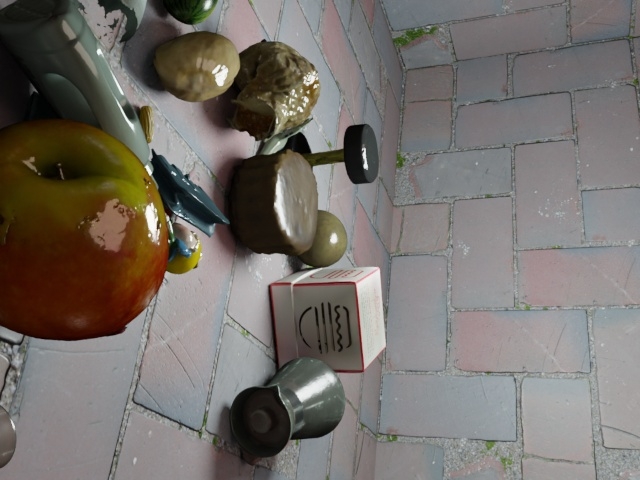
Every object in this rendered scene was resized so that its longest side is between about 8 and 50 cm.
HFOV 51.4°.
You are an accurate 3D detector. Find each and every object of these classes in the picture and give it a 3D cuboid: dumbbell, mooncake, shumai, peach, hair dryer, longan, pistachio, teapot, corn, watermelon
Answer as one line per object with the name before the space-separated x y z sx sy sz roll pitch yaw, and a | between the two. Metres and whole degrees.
dumbbell | 0.024 -0.282 2.273 0.204 0.323 0.203 -3 90 -71
mooncake | -0.140 -0.109 2.004 0.324 0.187 0.323 -5 90 -68
shumai | -0.130 -0.385 1.948 0.314 0.267 0.262 44 44 -54
peach | -0.412 0.000 1.053 0.370 0.370 0.369 -3 90 -70
hair dryer | -0.119 -0.318 2.122 0.067 0.199 0.167 49 60 -22
longan | 0.000 0.000 2.360 0.196 0.197 0.220 65 22 -45
pistachio | -0.303 -0.435 1.651 0.162 0.182 0.293 -61 176 33
teapot | -0.105 0.512 1.973 0.344 0.253 0.300 -1 119 -63
corn | -0.400 -0.266 1.526 0.037 0.037 0.092 20 66 -68
watermelon | -0.322 -0.629 1.656 0.140 0.141 0.187 54 35 -56

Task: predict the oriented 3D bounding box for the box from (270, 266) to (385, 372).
box | 0.035 0.262 2.250 0.312 0.300 0.314 -20 106 -69

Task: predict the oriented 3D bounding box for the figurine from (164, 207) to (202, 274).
figurine | -0.354 -0.015 1.515 0.234 0.127 0.185 2 69 -61

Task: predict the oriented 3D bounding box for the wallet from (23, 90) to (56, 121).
wallet | -0.503 -0.206 1.242 0.129 0.026 0.088 52 27 -55

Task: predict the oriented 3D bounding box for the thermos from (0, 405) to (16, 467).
thermos | -0.552 0.317 0.943 0.137 0.105 0.193 -64 159 12

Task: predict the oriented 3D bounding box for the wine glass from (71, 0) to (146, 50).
wine glass | -0.419 -0.561 1.302 0.190 0.191 0.356 47 44 -61

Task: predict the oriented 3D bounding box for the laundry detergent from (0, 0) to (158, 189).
laundry detergent | -0.404 -0.230 1.188 0.125 0.264 0.397 -39 130 -20

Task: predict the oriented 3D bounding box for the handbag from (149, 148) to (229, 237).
handbag | -0.324 -0.111 1.573 0.179 0.062 0.229 50 2 25
